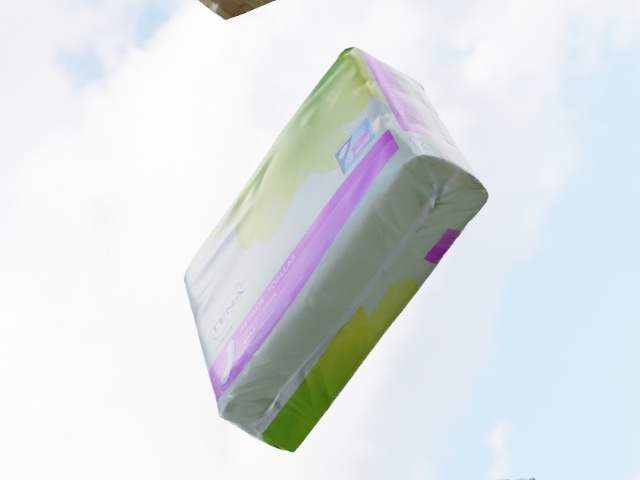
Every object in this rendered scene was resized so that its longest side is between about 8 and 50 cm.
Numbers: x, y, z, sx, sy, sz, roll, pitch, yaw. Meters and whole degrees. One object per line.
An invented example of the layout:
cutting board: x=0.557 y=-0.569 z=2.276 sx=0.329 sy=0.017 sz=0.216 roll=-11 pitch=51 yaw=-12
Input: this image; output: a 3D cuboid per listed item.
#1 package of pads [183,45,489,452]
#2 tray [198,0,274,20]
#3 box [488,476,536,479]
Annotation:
package of pads: x=0.000 y=0.000 z=1.362 sx=0.101 sy=0.229 sz=0.296 roll=27 pitch=-69 yaw=-27
tray: x=-0.145 y=-0.304 z=0.800 sx=0.411 sy=0.076 sz=0.202 roll=33 pitch=-131 yaw=-45
box: x=0.061 y=0.274 z=1.212 sx=0.324 sy=0.063 sz=0.067 roll=-24 pitch=-84 yaw=-43
